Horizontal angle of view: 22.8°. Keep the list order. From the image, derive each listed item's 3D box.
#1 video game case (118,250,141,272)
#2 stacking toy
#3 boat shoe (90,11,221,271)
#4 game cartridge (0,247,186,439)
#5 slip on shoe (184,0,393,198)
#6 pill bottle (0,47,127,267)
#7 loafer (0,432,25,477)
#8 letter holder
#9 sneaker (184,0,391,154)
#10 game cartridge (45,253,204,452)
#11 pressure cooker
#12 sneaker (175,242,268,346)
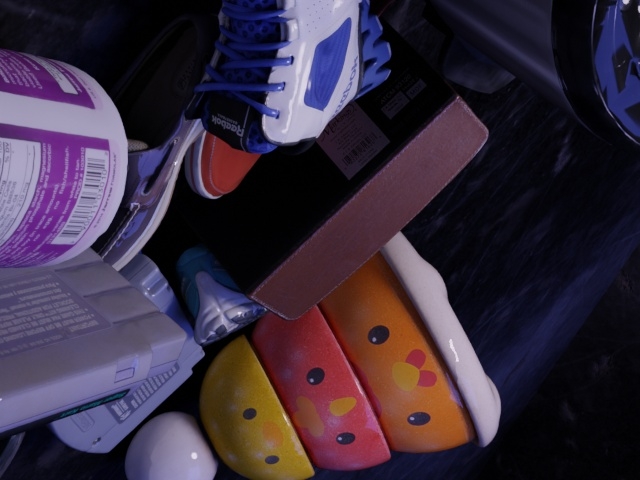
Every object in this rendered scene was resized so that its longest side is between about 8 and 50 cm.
[{"bbox_3d":[-0.238,0.069,1.726,0.119,0.015,0.166,-41,160,-18],"label":"video game case"},{"bbox_3d":[-0.035,0.215,2.105,0.480,0.350,0.350,-29,159,-4],"label":"stacking toy"},{"bbox_3d":[-0.172,-0.088,1.441,0.285,0.103,0.092,-54,155,9],"label":"boat shoe"},{"bbox_3d":[-0.291,0.064,1.278,0.355,0.230,0.068,-14,143,-57],"label":"game cartridge"},{"bbox_3d":[-0.028,-0.166,1.582,0.331,0.101,0.123,-53,162,20],"label":"slip on shoe"},{"bbox_3d":[-0.283,-0.063,1.141,0.169,0.169,0.301,-53,160,15],"label":"pill bottle"},{"bbox_3d":[-0.370,0.249,1.736,0.170,0.062,0.061,-51,165,15],"label":"loafer"},{"bbox_3d":[0.033,-0.060,1.740,0.302,0.152,0.214,-43,149,5],"label":"letter holder"},{"bbox_3d":[-0.037,-0.177,1.346,0.182,0.127,0.315,-58,150,-26],"label":"sneaker"},{"bbox_3d":[-0.233,0.139,1.774,0.198,0.062,0.297,-39,160,-11],"label":"game cartridge"},{"bbox_3d":[0.273,-0.306,1.503,0.370,0.420,0.375,-28,130,-12],"label":"pressure cooker"},{"bbox_3d":[-0.112,0.051,1.825,0.107,0.110,0.275,-29,177,-2],"label":"sneaker"}]
